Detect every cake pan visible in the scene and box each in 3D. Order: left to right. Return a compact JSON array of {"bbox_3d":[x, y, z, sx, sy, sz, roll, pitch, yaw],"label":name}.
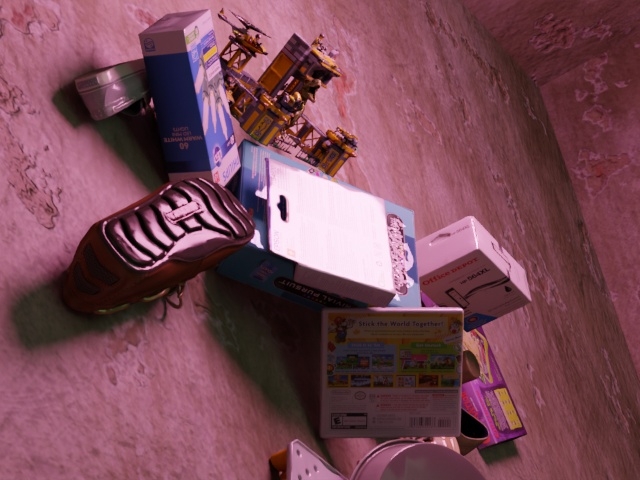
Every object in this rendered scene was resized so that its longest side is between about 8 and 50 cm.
[{"bbox_3d":[0.167,0.430,1.770,0.293,0.054,0.293,19,55,-29],"label":"cake pan"}]

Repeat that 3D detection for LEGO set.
[{"bbox_3d":[-0.041,-0.272,2.100,0.331,0.192,0.255,25,18,-49],"label":"LEGO set"}]

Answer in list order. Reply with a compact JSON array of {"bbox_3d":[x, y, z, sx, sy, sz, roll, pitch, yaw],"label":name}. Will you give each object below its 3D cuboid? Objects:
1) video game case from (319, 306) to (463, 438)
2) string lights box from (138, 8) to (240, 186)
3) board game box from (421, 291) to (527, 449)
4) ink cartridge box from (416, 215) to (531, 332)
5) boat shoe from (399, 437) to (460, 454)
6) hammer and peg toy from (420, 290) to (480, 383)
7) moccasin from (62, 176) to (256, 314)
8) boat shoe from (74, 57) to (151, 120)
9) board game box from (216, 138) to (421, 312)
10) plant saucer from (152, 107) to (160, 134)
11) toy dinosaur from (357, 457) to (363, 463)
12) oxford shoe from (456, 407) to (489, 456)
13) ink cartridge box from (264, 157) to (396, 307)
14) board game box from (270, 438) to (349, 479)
[{"bbox_3d":[0.112,0.209,1.883,0.026,0.226,0.206,-143,-126,-82],"label":"video game case"},{"bbox_3d":[-0.198,-0.209,1.825,0.133,0.076,0.260,-62,146,-62],"label":"string lights box"},{"bbox_3d":[0.322,0.266,2.531,0.208,0.056,0.347,13,53,-65],"label":"board game box"},{"bbox_3d":[0.273,0.065,2.200,0.203,0.148,0.086,40,32,-39],"label":"ink cartridge box"},{"bbox_3d":[0.161,0.377,1.899,0.089,0.104,0.285,38,32,-32],"label":"boat shoe"},{"bbox_3d":[0.148,0.123,2.229,0.361,0.127,0.266,45,27,-35],"label":"hammer and peg toy"},{"bbox_3d":[-0.212,0.014,1.625,0.139,0.147,0.380,47,28,1],"label":"moccasin"},{"bbox_3d":[-0.293,-0.225,1.785,0.227,0.079,0.081,-42,120,-66],"label":"boat shoe"},{"bbox_3d":[0.000,0.000,1.960,0.336,0.079,0.254,23,40,-20],"label":"board game box"},{"bbox_3d":[-0.242,-0.183,1.899,0.083,0.015,0.083,46,29,-34],"label":"plant saucer"},{"bbox_3d":[0.134,0.401,1.997,0.183,0.053,0.093,32,37,-49],"label":"toy dinosaur"},{"bbox_3d":[0.172,0.277,2.107,0.348,0.130,0.123,41,31,-39],"label":"oxford shoe"},{"bbox_3d":[0.006,-0.013,1.874,0.224,0.045,0.223,20,40,-21],"label":"ink cartridge box"},{"bbox_3d":[0.056,0.537,1.698,0.390,0.050,0.390,45,29,-35],"label":"board game box"}]
